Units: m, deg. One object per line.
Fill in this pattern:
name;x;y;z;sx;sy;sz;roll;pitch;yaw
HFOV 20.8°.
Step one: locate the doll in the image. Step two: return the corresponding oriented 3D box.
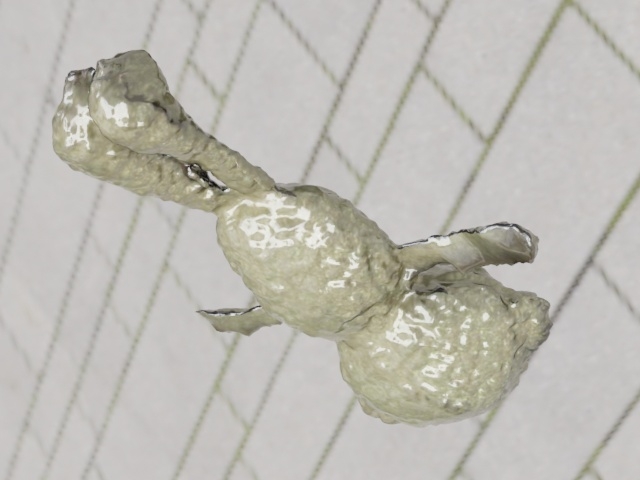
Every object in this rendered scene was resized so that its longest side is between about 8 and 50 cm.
doll;-0.011;0.009;0.885;0.203;0.285;0.091;121;158;-45
